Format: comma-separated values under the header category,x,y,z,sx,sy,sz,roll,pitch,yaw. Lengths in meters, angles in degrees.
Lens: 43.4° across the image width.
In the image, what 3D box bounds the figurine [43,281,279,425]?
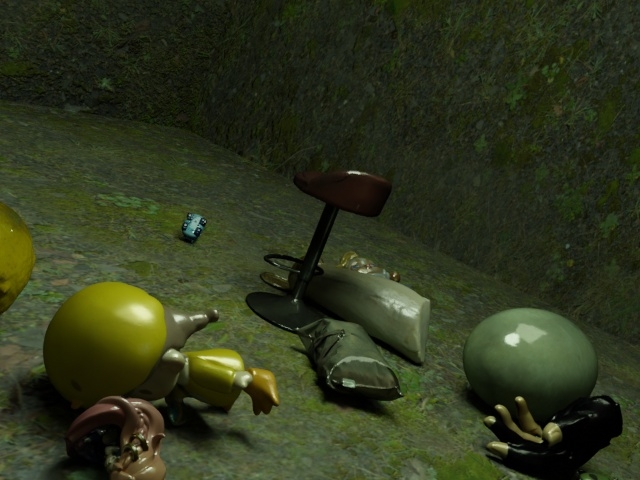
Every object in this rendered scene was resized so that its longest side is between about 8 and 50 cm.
category,x,y,z,sx,sy,sz,roll,pitch,yaw
figurine,-0.238,0.182,1.191,0.344,0.215,0.187,27,52,-37

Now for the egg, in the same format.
category,x,y,z,sx,sy,sz,roll,pitch,yaw
egg,0.481,0.281,1.837,0.352,0.258,0.258,18,12,-32

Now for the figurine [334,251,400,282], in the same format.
category,x,y,z,sx,sy,sz,roll,pitch,yaw
figurine,0.141,0.142,2.178,0.194,0.133,0.274,-22,47,-40

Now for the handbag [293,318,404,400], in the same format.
category,x,y,z,sx,sy,sz,roll,pitch,yaw
handbag,0.052,0.236,1.618,0.183,0.117,0.270,10,16,-16

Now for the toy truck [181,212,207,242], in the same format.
category,x,y,z,sx,sy,sz,roll,pitch,yaw
toy truck,-0.346,-0.026,2.184,0.056,0.090,0.073,23,56,1

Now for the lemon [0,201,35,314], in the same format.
category,x,y,z,sx,sy,sz,roll,pitch,yaw
lemon,-0.546,0.026,1.237,0.204,0.204,0.260,15,17,-31

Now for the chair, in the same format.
category,x,y,z,sx,sy,sz,roll,pitch,yaw
chair,0.000,0.000,1.862,0.227,0.400,0.226,21,13,-5

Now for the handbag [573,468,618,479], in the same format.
category,x,y,z,sx,sy,sz,roll,pitch,yaw
handbag,0.535,0.477,1.567,0.111,0.047,0.072,11,16,-34

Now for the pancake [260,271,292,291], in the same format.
category,x,y,z,sx,sy,sz,roll,pitch,yaw
pancake,-0.106,0.110,2.127,0.115,0.011,0.115,23,11,-5

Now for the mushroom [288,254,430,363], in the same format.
category,x,y,z,sx,sy,sz,roll,pitch,yaw
mushroom,0.112,0.147,2.012,0.408,0.154,0.137,28,-4,22

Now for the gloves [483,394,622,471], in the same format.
category,x,y,z,sx,sy,sz,roll,pitch,yaw
gloves,0.464,0.382,1.603,0.301,0.152,0.197,3,-18,-15

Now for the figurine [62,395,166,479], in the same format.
category,x,y,z,sx,sy,sz,roll,pitch,yaw
figurine,-0.235,0.258,0.992,0.114,0.126,0.157,-38,47,-25
